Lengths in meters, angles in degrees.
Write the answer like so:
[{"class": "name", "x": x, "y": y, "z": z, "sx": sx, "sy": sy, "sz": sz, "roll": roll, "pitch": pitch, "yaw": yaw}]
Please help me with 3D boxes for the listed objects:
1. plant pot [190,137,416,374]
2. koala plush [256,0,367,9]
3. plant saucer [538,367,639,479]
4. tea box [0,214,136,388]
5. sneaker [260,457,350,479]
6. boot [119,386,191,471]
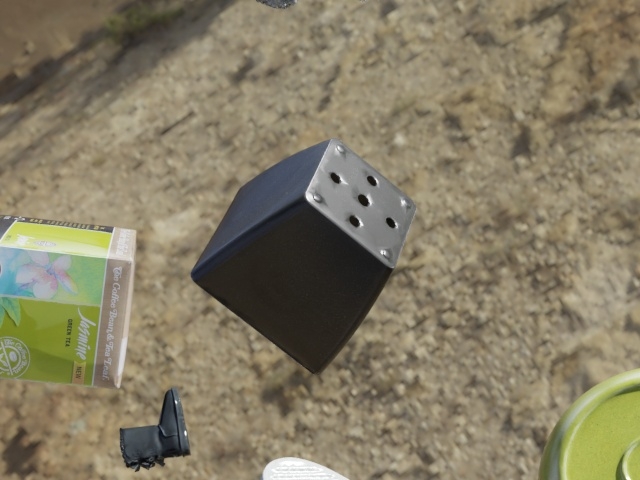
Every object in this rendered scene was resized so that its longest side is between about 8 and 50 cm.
[{"class": "plant pot", "x": 0.000, "y": 0.000, "z": 1.407, "sx": 0.167, "sy": 0.187, "sz": 0.188, "roll": -42, "pitch": 14, "yaw": 37}, {"class": "koala plush", "x": -0.029, "y": -0.279, "z": 0.993, "sx": 0.203, "sy": 0.196, "sz": 0.221, "roll": -44, "pitch": 33, "yaw": 15}, {"class": "plant saucer", "x": 0.322, "y": 0.221, "z": 1.193, "sx": 0.241, "sy": 0.037, "sz": 0.241, "roll": -12, "pitch": 54, "yaw": 17}, {"class": "tea box", "x": -0.473, "y": 0.089, "z": 2.074, "sx": 0.323, "sy": 0.220, "sz": 0.329, "roll": 6, "pitch": 8, "yaw": -7}, {"class": "sneaker", "x": 0.053, "y": 0.321, "z": 1.093, "sx": 0.282, "sy": 0.161, "sz": 0.102, "roll": 29, "pitch": 27, "yaw": 25}, {"class": "boot", "x": -0.248, "y": 0.279, "z": 1.856, "sx": 0.099, "sy": 0.045, "sz": 0.121, "roll": -11, "pitch": 59, "yaw": -5}]
